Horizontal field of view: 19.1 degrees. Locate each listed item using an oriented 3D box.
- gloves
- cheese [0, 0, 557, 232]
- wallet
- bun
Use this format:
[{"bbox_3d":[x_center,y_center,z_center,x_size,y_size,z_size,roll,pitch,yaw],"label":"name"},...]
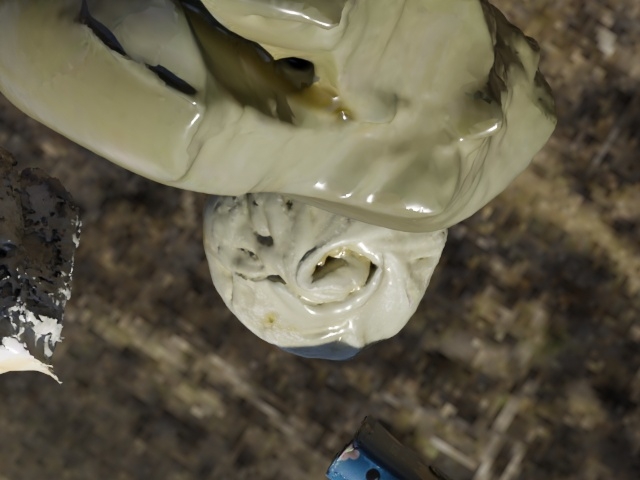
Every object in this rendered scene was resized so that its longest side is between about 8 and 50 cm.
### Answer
[{"bbox_3d":[-0.188,0.011,1.031,0.114,0.153,0.070,-20,142,15],"label":"gloves"},{"bbox_3d":[-0.024,-0.060,0.597,0.175,0.091,0.202,21,-174,16],"label":"cheese"},{"bbox_3d":[0.100,0.228,1.569,0.202,0.059,0.141,35,-174,3],"label":"wallet"},{"bbox_3d":[0.000,0.000,1.327,0.183,0.183,0.102,37,-167,-8],"label":"bun"}]
